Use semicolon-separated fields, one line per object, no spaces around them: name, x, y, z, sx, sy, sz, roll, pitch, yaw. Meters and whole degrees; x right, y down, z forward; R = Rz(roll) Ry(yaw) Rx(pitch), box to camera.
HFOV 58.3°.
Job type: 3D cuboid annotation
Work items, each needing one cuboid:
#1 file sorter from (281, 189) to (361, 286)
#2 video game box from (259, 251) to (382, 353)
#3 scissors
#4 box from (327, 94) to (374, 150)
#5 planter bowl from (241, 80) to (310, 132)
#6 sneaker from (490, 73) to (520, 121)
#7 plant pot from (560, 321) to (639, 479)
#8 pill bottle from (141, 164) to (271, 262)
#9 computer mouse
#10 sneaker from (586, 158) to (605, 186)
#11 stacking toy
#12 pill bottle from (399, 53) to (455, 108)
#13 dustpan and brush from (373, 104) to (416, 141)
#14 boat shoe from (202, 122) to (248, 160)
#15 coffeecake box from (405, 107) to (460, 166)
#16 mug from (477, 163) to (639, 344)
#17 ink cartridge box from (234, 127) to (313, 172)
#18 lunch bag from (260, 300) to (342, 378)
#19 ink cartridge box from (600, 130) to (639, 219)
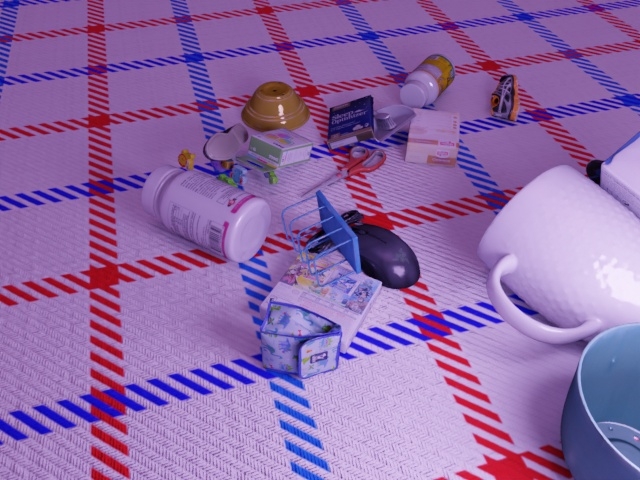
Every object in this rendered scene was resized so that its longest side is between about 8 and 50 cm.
file sorter;0.000;0.000;1.253;0.105;0.118;0.170;-26;50;-13
video game box;0.002;0.127;1.240;0.205;0.048;0.187;21;50;19
scissors;0.072;-0.181;1.569;0.109;0.021;0.297;27;49;22
box;0.092;-0.364;1.714;0.137;0.036;0.225;-14;41;17
planter bowl;-0.140;-0.429;1.770;0.217;0.090;0.217;1;44;-1
sneaker;0.580;-0.460;1.818;0.083;0.084;0.214;3;45;9
plant pot;0.527;0.317;0.921;0.293;0.235;0.292;1;45;-1
pill bottle;-0.273;-0.071;1.356;0.283;0.160;0.160;25;49;22
computer mouse;0.114;0.014;1.338;0.272;0.072;0.189;34;53;29
sneaker;0.817;-0.171;1.539;0.211;0.080;0.081;20;41;5
stacking toy;-0.241;-0.185;1.505;0.221;0.052;0.167;33;32;31
pill bottle;0.339;-0.503;1.831;0.118;0.117;0.208;25;49;22
dustpan and brush;0.177;-0.370;1.727;0.147;0.060;0.211;-37;25;-6
boat shoe;-0.261;-0.252;1.520;0.065;0.075;0.206;-20;19;29
coffeecake box;0.326;-0.300;1.661;0.143;0.068;0.185;8;45;7
mug;0.498;0.068;1.146;0.374;0.276;0.328;-26;58;-27
ink cartridge box;-0.123;-0.247;1.556;0.109;0.062;0.209;28;30;24
lunch bag;-0.036;0.198;1.109;0.151;0.128;0.096;8;45;5
ink cartridge box;0.743;-0.033;1.220;0.151;0.395;0.270;-38;57;2
